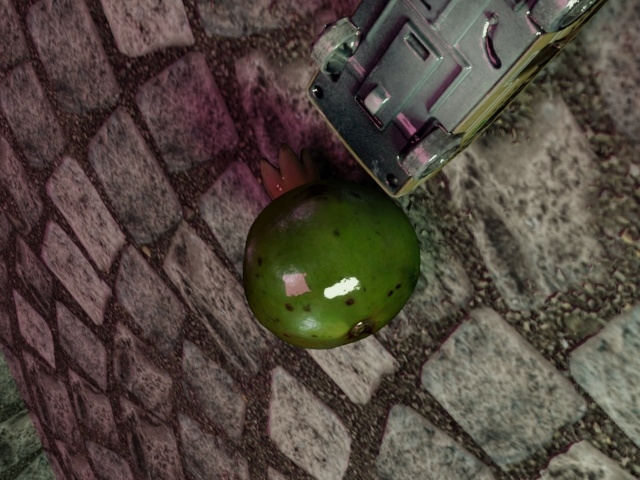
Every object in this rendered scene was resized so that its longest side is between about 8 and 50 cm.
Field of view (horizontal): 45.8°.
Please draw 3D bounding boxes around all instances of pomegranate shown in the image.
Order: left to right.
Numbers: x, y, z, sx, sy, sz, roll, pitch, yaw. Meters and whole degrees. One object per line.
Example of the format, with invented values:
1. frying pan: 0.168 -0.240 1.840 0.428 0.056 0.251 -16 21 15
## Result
1. pomegranate: -0.002 0.000 0.792 0.187 0.186 0.225 -58 44 47

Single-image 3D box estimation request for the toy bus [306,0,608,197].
1. toy bus: 0.117 -0.169 0.557 0.139 0.157 0.289 50 141 10
